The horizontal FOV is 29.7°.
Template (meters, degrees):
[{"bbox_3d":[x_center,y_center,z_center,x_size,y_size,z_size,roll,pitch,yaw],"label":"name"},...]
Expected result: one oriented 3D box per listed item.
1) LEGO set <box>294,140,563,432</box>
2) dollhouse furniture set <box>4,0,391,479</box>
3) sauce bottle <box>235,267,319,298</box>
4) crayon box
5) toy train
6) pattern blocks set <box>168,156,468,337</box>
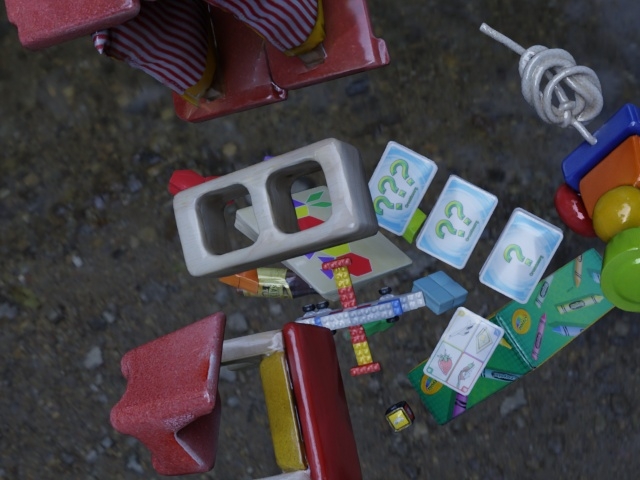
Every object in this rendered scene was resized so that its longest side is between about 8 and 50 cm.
[{"bbox_3d":[0.085,0.057,1.114,0.182,0.060,0.244,29,106,5],"label":"LEGO set"},{"bbox_3d":[-0.043,-0.040,0.692,0.152,0.201,0.374,-17,78,20],"label":"dollhouse furniture set"},{"bbox_3d":[-0.048,0.057,1.608,0.128,0.042,0.042,2,60,10],"label":"sauce bottle"},{"bbox_3d":[0.252,0.117,1.521,0.278,0.165,0.081,-25,78,-49],"label":"crayon box"},{"bbox_3d":[0.180,-0.017,0.708,0.248,0.105,0.143,35,36,-14],"label":"toy train"},{"bbox_3d":[0.000,0.000,1.385,0.285,0.026,0.325,-11,41,-29],"label":"pattern blocks set"}]
